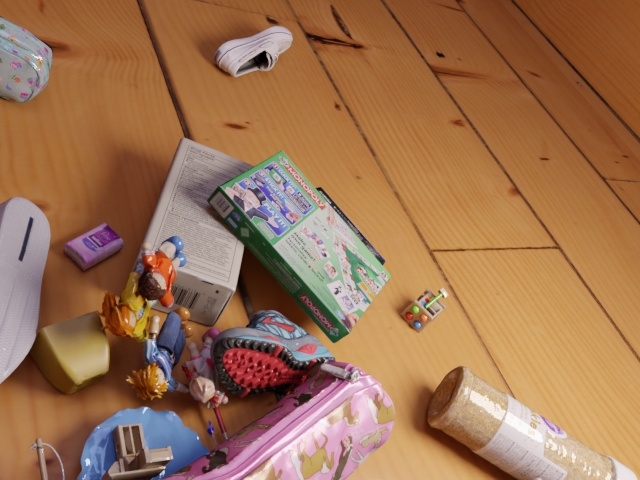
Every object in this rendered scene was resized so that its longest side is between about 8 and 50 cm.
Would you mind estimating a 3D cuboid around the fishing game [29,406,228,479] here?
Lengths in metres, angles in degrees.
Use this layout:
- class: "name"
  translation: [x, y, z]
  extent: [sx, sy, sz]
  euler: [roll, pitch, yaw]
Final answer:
- class: "fishing game"
  translation: [-0.222, 0.308, 0.802]
  extent: [0.264, 0.041, 0.189]
  euler: [-4, 60, -43]

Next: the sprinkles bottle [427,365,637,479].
- class: "sprinkles bottle"
  translation: [0.360, 0.357, 1.073]
  extent: [0.355, 0.121, 0.121]
  euler: [32, 40, -2]

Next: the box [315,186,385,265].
- class: "box"
  translation: [0.000, 0.000, 1.240]
  extent: [0.175, 0.051, 0.220]
  euler: [-22, 65, -45]

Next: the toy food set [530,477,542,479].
- class: "toy food set"
  translation: [0.248, 0.475, 0.893]
  extent: [0.306, 0.092, 0.219]
  euler: [1, 50, -28]

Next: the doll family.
- class: "doll family"
  translation: [-0.225, 0.132, 0.868]
  extent: [0.163, 0.118, 0.263]
  euler: [-85, 155, -69]

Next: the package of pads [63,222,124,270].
- class: "package of pads"
  translation: [-0.364, 0.010, 1.006]
  extent: [0.050, 0.032, 0.083]
  euler: [43, 41, 7]

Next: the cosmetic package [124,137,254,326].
- class: "cosmetic package"
  translation: [-0.213, -0.023, 1.076]
  extent: [0.160, 0.113, 0.309]
  euler: [21, 41, -15]

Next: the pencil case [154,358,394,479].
- class: "pencil case"
  translation: [-0.062, 0.291, 0.799]
  extent: [0.386, 0.160, 0.167]
  euler: [-25, 99, -49]

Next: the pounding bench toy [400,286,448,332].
- class: "pounding bench toy"
  translation: [0.208, 0.130, 1.224]
  extent: [0.052, 0.083, 0.065]
  euler: [46, 41, 13]

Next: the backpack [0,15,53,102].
- class: "backpack"
  translation: [-0.585, -0.333, 1.130]
  extent: [0.182, 0.152, 0.115]
  euler: [24, 45, -30]

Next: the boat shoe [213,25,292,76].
- class: "boat shoe"
  translation: [-0.152, -0.468, 1.584]
  extent: [0.258, 0.095, 0.084]
  euler: [-34, 77, -37]

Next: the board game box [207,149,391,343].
- class: "board game box"
  translation: [-0.025, 0.001, 1.097]
  extent: [0.317, 0.046, 0.213]
  euler: [49, 34, -1]

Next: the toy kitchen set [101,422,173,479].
- class: "toy kitchen set"
  translation: [-0.231, 0.248, 0.749]
  extent: [0.068, 0.083, 0.075]
  euler: [6, 51, -39]

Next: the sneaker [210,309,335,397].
- class: "sneaker"
  translation: [-0.090, 0.164, 0.956]
  extent: [0.125, 0.104, 0.262]
  euler: [48, 11, 32]

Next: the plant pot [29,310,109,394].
- class: "plant pot"
  translation: [-0.333, 0.158, 0.848]
  extent: [0.081, 0.081, 0.083]
  euler: [-18, 72, -43]

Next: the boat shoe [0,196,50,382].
- class: "boat shoe"
  translation: [-0.448, 0.083, 0.823]
  extent: [0.121, 0.119, 0.335]
  euler: [50, 20, -34]
